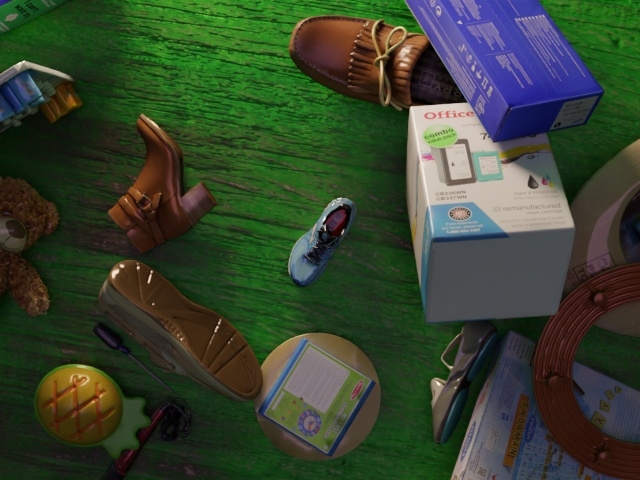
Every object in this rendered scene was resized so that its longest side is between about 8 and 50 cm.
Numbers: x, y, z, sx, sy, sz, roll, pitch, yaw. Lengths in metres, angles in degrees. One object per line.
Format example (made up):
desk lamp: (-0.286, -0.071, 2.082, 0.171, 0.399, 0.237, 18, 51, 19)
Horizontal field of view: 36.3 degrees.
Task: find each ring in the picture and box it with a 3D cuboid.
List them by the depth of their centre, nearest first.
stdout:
ring: (0.483, 0.198, 1.441, 0.336, 0.032, 0.336, 0, 98, 0)

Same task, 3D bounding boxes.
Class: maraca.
maraca: (-0.362, 0.271, 1.547, 0.185, 0.099, 0.127, 26, 90, -6)

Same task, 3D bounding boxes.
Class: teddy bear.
teddy bear: (-0.551, 0.057, 1.524, 0.338, 0.113, 0.245, -37, 103, 0)

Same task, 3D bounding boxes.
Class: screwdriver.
screwdriver: (-0.300, 0.192, 1.589, 0.170, 0.024, 0.025, 38, 61, -7)

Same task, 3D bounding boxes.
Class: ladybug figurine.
ladybug figurine: (0.553, -0.020, 1.524, 0.449, 0.162, 0.305, -26, 91, -1)

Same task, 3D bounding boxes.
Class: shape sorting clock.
shape sorting clock: (-0.005, 0.253, 1.579, 0.206, 0.040, 0.206, 0, 86, 0)

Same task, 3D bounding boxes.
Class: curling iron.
curling iron: (-0.308, 0.368, 1.579, 0.068, 0.035, 0.274, 43, 90, -1)

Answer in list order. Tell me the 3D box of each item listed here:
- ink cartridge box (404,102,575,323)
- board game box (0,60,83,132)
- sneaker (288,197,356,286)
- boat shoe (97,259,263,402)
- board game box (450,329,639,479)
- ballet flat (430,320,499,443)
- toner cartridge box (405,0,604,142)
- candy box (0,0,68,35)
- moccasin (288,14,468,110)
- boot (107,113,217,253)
ink cartridge box: (0.238, -0.046, 1.444, 0.198, 0.197, 0.270, -4, 49, -1)
board game box: (-0.534, -0.119, 1.401, 0.390, 0.390, 0.050, -34, 98, 0)
sneaker: (0.000, 0.000, 1.562, 0.063, 0.073, 0.162, 31, 90, -1)
boat shoe: (-0.225, 0.159, 1.555, 0.302, 0.109, 0.098, 38, 129, -1)
board game box: (0.379, 0.346, 1.504, 0.318, 0.066, 0.319, 26, 62, 0)
ballet flat: (0.217, 0.223, 1.578, 0.068, 0.072, 0.213, 26, 89, 27)
toner cartridge box: (0.259, -0.308, 1.459, 0.165, 0.075, 0.348, -11, 57, -21)
candy box: (-0.578, -0.451, 1.530, 0.317, 0.122, 0.268, -27, 89, 1)
moccasin: (0.135, -0.261, 1.525, 0.380, 0.147, 0.139, 24, 90, -1)
boot: (-0.279, -0.089, 1.562, 0.152, 0.073, 0.197, -34, 88, 4)
